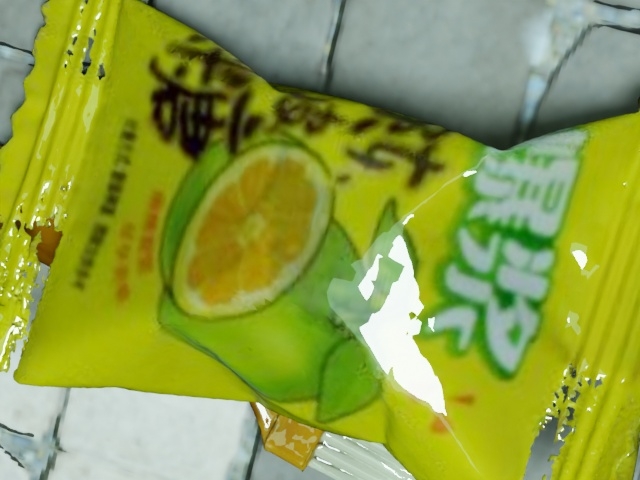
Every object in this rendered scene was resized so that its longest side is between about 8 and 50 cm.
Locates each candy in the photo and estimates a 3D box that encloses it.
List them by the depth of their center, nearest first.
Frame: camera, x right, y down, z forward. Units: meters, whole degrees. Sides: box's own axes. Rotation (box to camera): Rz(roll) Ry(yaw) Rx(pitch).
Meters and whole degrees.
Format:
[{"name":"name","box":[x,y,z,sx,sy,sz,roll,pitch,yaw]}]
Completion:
[{"name":"candy","box":[0.000,0.000,0.695,0.297,0.081,0.187,17,87,19]}]

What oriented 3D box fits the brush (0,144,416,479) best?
[{"name":"brush","box":[-0.068,0.019,0.753,0.314,0.017,0.090,28,103,5]}]
